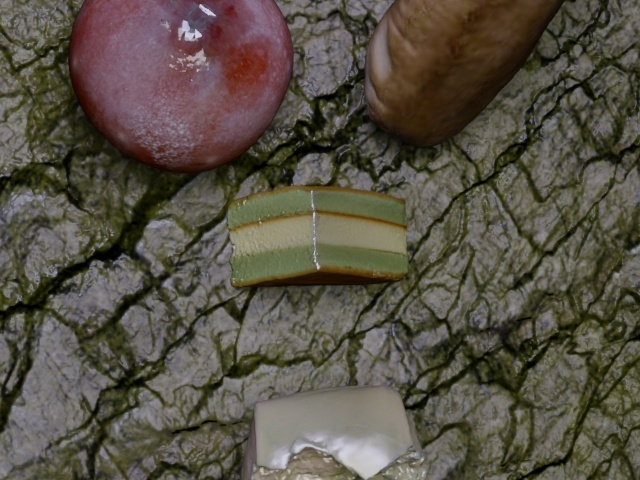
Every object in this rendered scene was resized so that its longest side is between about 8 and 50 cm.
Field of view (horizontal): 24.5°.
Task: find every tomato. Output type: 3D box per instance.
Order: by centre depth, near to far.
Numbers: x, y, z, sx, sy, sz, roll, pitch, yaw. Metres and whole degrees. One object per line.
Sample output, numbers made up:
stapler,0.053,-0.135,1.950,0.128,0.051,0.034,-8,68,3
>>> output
tomato,-0.165,-0.221,1.758,0.270,0.227,0.270,2,79,-12

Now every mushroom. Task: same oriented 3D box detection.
mushroom,0.211,-0.302,1.795,0.224,0.313,0.397,24,82,-17

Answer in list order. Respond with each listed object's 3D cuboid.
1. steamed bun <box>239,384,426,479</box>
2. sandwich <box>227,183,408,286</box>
steamed bun,0.012,0.276,1.742,0.225,0.170,0.200,-6,87,-10
sandwich,0.000,0.000,1.862,0.187,0.144,0.117,6,78,-45
